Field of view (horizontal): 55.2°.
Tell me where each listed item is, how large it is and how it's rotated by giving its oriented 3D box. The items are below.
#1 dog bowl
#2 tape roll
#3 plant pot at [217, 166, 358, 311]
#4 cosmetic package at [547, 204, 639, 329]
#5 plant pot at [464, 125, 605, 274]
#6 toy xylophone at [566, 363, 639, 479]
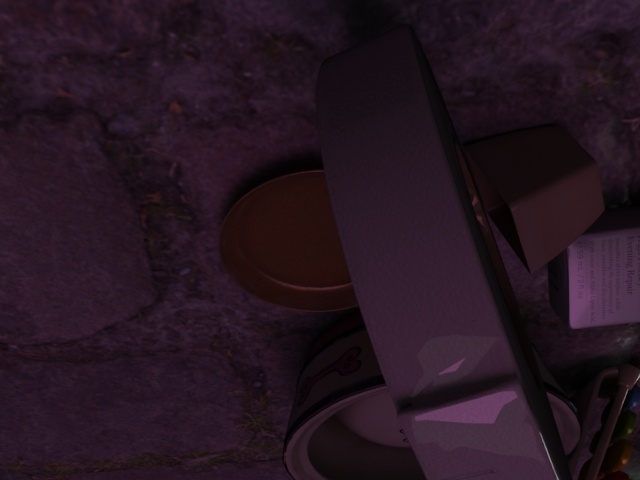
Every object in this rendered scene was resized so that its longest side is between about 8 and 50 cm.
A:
[{"bbox_3d":[0.147,0.240,0.888,0.407,0.150,0.408,-2,136,-2],"label":"dog bowl"},{"bbox_3d":[0.107,0.026,0.490,0.072,0.392,0.392,-19,134,16],"label":"tape roll"},{"bbox_3d":[0.000,0.000,0.715,0.236,0.032,0.236,-1,137,-1],"label":"plant pot"},{"bbox_3d":[0.382,0.022,0.691,0.230,0.085,0.118,-8,107,6],"label":"cosmetic package"},{"bbox_3d":[0.224,-0.053,0.625,0.096,0.109,0.109,-28,132,7],"label":"plant pot"},{"bbox_3d":[0.397,0.312,0.878,0.081,0.323,0.236,26,157,13],"label":"toy xylophone"}]
